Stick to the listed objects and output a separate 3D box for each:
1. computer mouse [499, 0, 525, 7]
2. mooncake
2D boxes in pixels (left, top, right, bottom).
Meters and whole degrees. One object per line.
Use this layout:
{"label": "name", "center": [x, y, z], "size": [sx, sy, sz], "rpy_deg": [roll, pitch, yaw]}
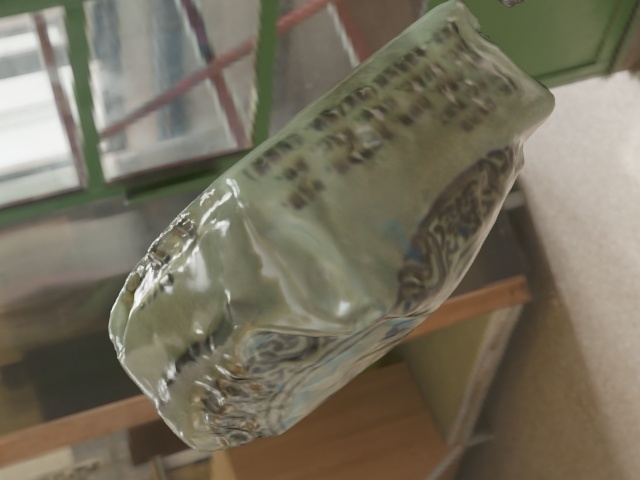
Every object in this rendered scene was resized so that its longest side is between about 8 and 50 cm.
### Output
{"label": "computer mouse", "center": [0.247, -0.341, 1.573], "size": [0.135, 0.047, 0.079], "rpy_deg": [-168, 89, -66]}
{"label": "mooncake", "center": [0.003, 0.005, 0.727], "size": [0.136, 0.254, 0.250], "rpy_deg": [47, 142, 2]}
